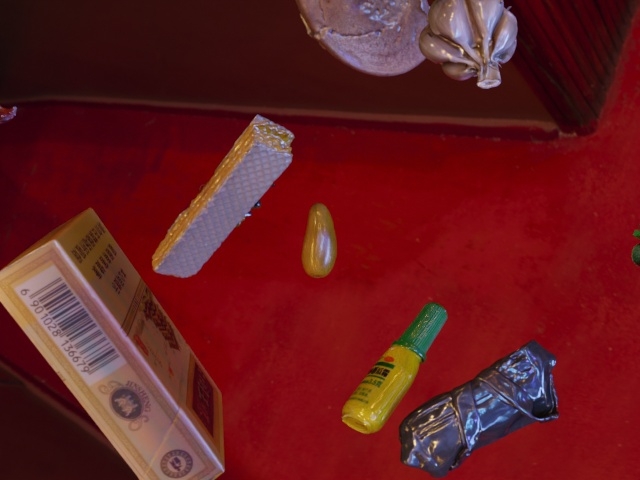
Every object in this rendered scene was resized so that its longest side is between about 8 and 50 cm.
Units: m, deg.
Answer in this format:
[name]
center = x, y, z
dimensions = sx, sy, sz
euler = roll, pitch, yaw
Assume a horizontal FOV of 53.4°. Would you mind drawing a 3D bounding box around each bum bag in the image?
[bum bag]
center = 0.280, 0.300, 1.091
dimensions = 0.326, 0.080, 0.142
euler = -30, 91, -4

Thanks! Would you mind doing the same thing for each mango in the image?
[mango]
center = 0.000, 0.000, 1.555
dimensions = 0.102, 0.084, 0.184
euler = -178, 93, -82

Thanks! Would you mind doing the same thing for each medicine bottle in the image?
[medicine bottle]
center = 0.157, 0.245, 1.255
dimensions = 0.309, 0.076, 0.111
euler = -47, 17, -29

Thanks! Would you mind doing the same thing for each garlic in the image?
[garlic]
center = 0.203, -0.265, 0.869
dimensions = 0.131, 0.127, 0.194
euler = -26, 41, 35

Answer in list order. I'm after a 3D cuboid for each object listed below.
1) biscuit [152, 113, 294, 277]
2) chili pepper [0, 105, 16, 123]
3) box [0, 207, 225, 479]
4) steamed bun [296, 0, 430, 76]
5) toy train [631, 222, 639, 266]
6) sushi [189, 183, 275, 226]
[biscuit]
center = -0.185, -0.064, 1.179
dimensions = 0.379, 0.094, 0.054
euler = -46, 46, 26
[chili pepper]
center = -0.467, -0.229, 0.626
dimensions = 0.137, 0.368, 0.092
euler = -4, 70, 9
[box]
center = -0.201, 0.110, 0.655
dimensions = 0.076, 0.274, 0.174
euler = -31, 15, -1
[steamed bun]
center = 0.057, -0.418, 1.090
dimensions = 0.199, 0.301, 0.252
euler = -31, 26, 11
[toy train]
center = 0.615, 0.006, 1.032
dimensions = 0.119, 0.085, 0.251
euler = -63, 17, -7
[sushi]
center = -0.260, -0.107, 1.819
dimensions = 0.296, 0.179, 0.167
euler = -44, 21, 16
